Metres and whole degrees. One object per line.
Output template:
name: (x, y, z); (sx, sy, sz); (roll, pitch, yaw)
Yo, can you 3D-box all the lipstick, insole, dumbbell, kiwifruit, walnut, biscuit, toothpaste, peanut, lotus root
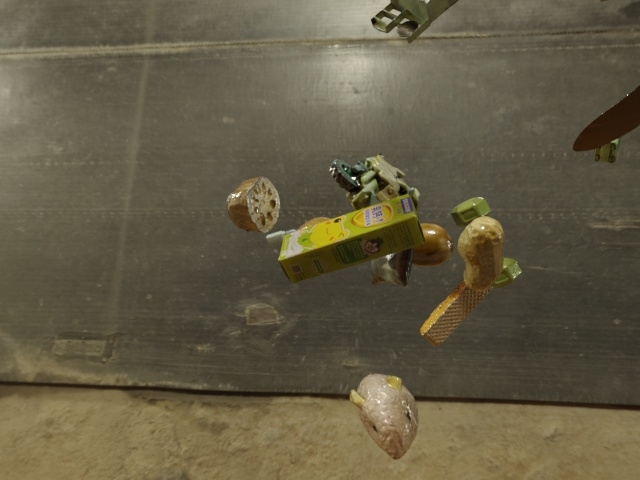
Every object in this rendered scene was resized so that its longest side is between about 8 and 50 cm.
lipstick: (-0.086, -0.015, 1.119); (0.107, 0.025, 0.025); (-17, 103, 7)
insole: (0.442, -0.194, 0.596); (0.086, 0.253, 0.005); (-4, 69, -5)
dumbbell: (0.544, 0.007, 1.424); (0.121, 0.108, 0.301); (-28, 90, 27)
kiwifruit: (0.457, 0.021, 1.867); (0.234, 0.196, 0.195); (3, 78, 33)
walnut: (0.000, 0.000, 1.530); (0.168, 0.207, 0.167); (1, 88, -29)
biscuit: (0.503, 0.210, 1.524); (0.094, 0.054, 0.378); (43, 89, -18)
toothpaste: (0.065, -0.002, 0.983); (0.328, 0.110, 0.077); (-18, 118, 14)
peanut: (0.433, 0.042, 1.174); (0.120, 0.236, 0.110); (-12, 35, -7)
lotus root: (-0.148, -0.075, 0.970); (0.081, 0.112, 0.122); (-11, 33, 33)

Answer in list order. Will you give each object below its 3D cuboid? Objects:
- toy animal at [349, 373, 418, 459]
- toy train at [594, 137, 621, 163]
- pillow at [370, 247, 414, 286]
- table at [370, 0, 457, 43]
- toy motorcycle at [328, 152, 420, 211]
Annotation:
toy animal: (0.214, 0.544, 1.412); (0.188, 0.358, 0.226); (-25, 83, -4)
toy train: (0.583, -0.196, 0.876); (0.038, 0.093, 0.056); (17, 80, 35)
pillow: (0.270, 0.082, 1.650); (0.106, 0.250, 0.185); (14, 81, -21)
table: (0.226, -0.579, 1.052); (0.175, 0.062, 0.146); (-40, 53, -2)
toy motorcycle: (0.188, -0.166, 1.400); (0.237, 0.410, 0.168); (51, 119, 18)
